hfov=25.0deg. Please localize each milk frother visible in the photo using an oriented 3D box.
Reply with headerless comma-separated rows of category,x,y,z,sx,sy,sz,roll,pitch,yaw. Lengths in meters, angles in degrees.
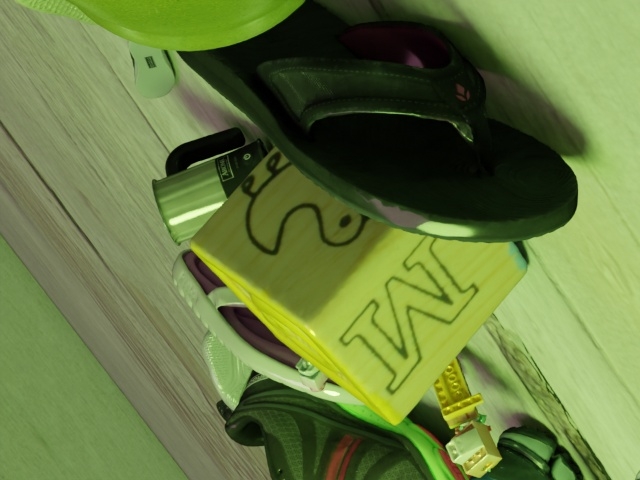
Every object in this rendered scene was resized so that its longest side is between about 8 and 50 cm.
milk frother,-0.108,-0.044,1.682,0.129,0.135,0.143,-103,-9,-56

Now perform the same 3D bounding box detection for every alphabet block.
alphabet block,0.038,0.015,1.318,0.192,0.197,0.193,32,167,44

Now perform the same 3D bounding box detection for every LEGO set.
LEGO set,0.117,0.171,1.623,0.287,0.132,0.107,26,160,37

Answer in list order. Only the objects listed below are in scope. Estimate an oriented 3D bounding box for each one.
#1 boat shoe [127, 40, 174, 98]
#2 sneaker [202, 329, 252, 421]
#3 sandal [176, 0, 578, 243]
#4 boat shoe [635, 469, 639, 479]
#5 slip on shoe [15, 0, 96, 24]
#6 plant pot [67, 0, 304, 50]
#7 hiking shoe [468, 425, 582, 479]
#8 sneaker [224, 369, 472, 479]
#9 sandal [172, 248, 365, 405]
boat shoe,-0.203,-0.220,1.715,0.142,0.049,0.040,87,172,-63
sneaker,-0.129,0.235,2.309,0.153,0.101,0.268,13,142,57
sandal,0.024,-0.135,1.197,0.446,0.167,0.107,36,139,35
boat shoe,0.351,0.372,1.407,0.136,0.156,0.367,28,152,46
slip on shoe,-0.265,-0.300,1.474,0.101,0.123,0.331,58,-172,5
plant pot,-0.105,-0.294,0.947,0.366,0.366,0.353,46,173,10
hiking shoe,0.271,0.351,1.585,0.304,0.132,0.113,48,161,1
sneaker,0.053,0.309,1.851,0.483,0.202,0.185,33,172,46
sandal,-0.062,0.087,1.868,0.416,0.169,0.102,32,115,42
